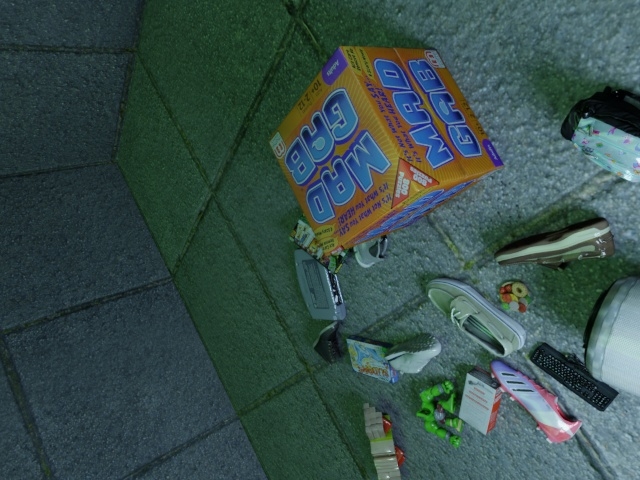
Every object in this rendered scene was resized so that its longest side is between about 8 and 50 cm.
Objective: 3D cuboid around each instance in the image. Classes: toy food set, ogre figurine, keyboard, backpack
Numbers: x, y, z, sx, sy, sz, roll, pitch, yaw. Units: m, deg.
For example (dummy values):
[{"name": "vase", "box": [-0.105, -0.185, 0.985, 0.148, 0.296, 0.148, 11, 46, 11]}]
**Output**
[{"name": "toy food set", "box": [0.498, 0.146, 1.145, 0.083, 0.020, 0.082, -14, 94, 51]}, {"name": "ogre figurine", "box": [0.371, 0.533, 1.395, 0.118, 0.097, 0.196, -7, 111, 39]}, {"name": "keyboard", "box": [0.605, 0.324, 1.076, 0.192, 0.038, 0.100, 37, 130, 35]}, {"name": "backpack", "box": [0.569, -0.198, 0.843, 0.182, 0.152, 0.115, 43, 149, 27]}]

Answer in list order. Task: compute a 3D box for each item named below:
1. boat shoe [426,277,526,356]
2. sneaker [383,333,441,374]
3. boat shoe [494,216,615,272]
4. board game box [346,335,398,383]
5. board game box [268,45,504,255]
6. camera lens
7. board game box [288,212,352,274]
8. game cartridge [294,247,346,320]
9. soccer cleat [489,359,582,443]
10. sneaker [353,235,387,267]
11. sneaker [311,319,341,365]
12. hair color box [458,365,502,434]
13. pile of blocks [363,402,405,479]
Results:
[{"name": "boat shoe", "box": [0.405, 0.200, 1.218, 0.302, 0.094, 0.109, 33, 128, 38]}, {"name": "sneaker", "box": [0.309, 0.370, 1.425, 0.094, 0.090, 0.235, 55, 144, 1]}, {"name": "boat shoe", "box": [0.524, 0.033, 1.014, 0.258, 0.095, 0.095, -24, 92, 51]}, {"name": "board game box", "box": [0.185, 0.428, 1.620, 0.201, 0.035, 0.136, -2, 103, 50]}, {"name": "board game box", "box": [0.154, -0.225, 1.139, 0.356, 0.357, 0.356, -38, 75, 49]}, {"name": "camera lens", "box": [0.657, 0.200, 0.818, 0.274, 0.220, 0.219, 20, 119, 44]}, {"name": "board game box", "box": [0.000, 0.000, 1.629, 0.260, 0.030, 0.136, 37, 98, 36]}, {"name": "game cartridge", "box": [-0.010, 0.164, 1.735, 0.196, 0.060, 0.293, -9, 97, 48]}, {"name": "soccer cleat", "box": [0.549, 0.400, 1.156, 0.095, 0.083, 0.248, -47, 59, 16]}, {"name": "sneaker", "box": [0.151, -0.028, 1.452, 0.132, 0.086, 0.228, -19, 100, 47]}, {"name": "sneaker", "box": [0.050, 0.401, 1.747, 0.118, 0.083, 0.222, 48, 144, 18]}, {"name": "hair color box", "box": [0.463, 0.461, 1.288, 0.093, 0.054, 0.167, 26, 125, 43]}, {"name": "pile of blocks", "box": [0.246, 0.750, 1.644, 0.113, 0.149, 0.361, -10, 111, 9]}]
